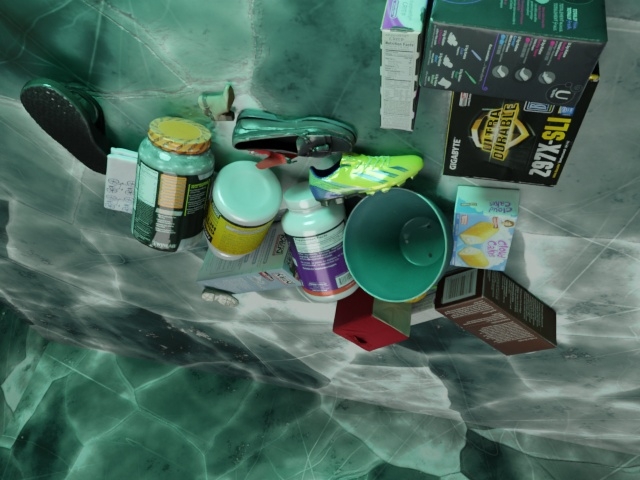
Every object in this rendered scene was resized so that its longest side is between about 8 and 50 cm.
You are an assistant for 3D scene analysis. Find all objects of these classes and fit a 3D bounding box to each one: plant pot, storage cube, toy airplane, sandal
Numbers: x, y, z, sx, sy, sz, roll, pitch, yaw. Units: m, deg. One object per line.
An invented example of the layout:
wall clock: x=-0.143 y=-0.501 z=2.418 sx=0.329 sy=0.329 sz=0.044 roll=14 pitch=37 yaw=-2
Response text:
plant pot: x=0.232 y=0.006 z=1.515 sx=0.290 sy=0.290 sz=0.195 roll=-8 pitch=178 yaw=33
storage cube: x=0.181 y=0.242 z=1.939 sx=0.183 sy=0.215 sz=0.193 roll=33 pitch=139 yaw=-27
toy airplane: x=-0.123 y=-0.216 z=1.431 sx=0.151 sy=0.151 sz=0.028 roll=8 pitch=118 yaw=11
sandal: x=-0.641 y=-0.312 z=1.514 sx=0.167 sy=0.107 sz=0.446 roll=10 pitch=162 yaw=5

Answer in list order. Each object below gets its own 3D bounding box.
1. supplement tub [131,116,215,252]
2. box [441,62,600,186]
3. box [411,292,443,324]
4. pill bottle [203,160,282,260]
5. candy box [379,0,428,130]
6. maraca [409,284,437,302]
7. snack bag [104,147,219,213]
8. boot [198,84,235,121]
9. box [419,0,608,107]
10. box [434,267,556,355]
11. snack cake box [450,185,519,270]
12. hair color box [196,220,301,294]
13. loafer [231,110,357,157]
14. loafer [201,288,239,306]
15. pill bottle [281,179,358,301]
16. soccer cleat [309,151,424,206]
supplement tub: x=-0.382 y=-0.144 z=1.480 sx=0.193 sy=0.194 sz=0.316 roll=16 pitch=121 yaw=-3
box: x=0.395 y=-0.249 z=1.179 sx=0.257 sy=0.079 sz=0.322 roll=7 pitch=148 yaw=10
box: x=0.334 y=0.256 z=2.034 sx=0.067 sy=0.063 sz=0.324 roll=29 pitch=147 yaw=-25
pill bottle: x=-0.234 y=-0.068 z=1.623 sx=0.187 sy=0.188 sz=0.334 roll=20 pitch=151 yaw=-9
candy box: x=0.153 y=-0.341 z=1.050 sx=0.071 sy=0.159 sz=0.233 roll=8 pitch=148 yaw=10
maraca: x=0.301 y=0.152 z=1.854 sx=0.127 sy=0.099 sz=0.185 roll=-10 pitch=167 yaw=38
snack bag: x=-0.461 y=-0.142 z=1.692 sx=0.342 sy=0.037 sz=0.323 roll=12 pitch=152 yaw=-19
boot: x=-0.250 y=-0.330 z=1.359 sx=0.087 sy=0.042 sz=0.118 roll=18 pitch=143 yaw=10
box: x=0.318 y=-0.347 z=0.964 sx=0.270 sy=0.165 sz=0.143 roll=11 pitch=149 yaw=8
box: x=0.565 y=0.225 z=1.817 sx=0.381 sy=0.143 sz=0.191 roll=34 pitch=144 yaw=-26
snack cake box: x=0.430 y=-0.027 z=1.509 sx=0.152 sy=0.089 sz=0.264 roll=7 pitch=149 yaw=15
hair color box: x=-0.210 y=0.060 z=1.828 sx=0.374 sy=0.185 sz=0.113 roll=-11 pitch=142 yaw=36
loafer: x=-0.067 y=-0.237 z=1.373 sx=0.302 sy=0.095 sz=0.109 roll=10 pitch=149 yaw=9
loafer: x=-0.327 y=0.183 z=1.869 sx=0.125 sy=0.039 sz=0.045 roll=16 pitch=118 yaw=-12
pill bottle: x=0.000 y=0.000 z=1.590 sx=0.181 sy=0.181 sz=0.323 roll=-2 pitch=122 yaw=25
soccer cleat: x=0.106 y=-0.171 z=1.395 sx=0.289 sy=0.093 sz=0.121 roll=-14 pitch=104 yaw=15
